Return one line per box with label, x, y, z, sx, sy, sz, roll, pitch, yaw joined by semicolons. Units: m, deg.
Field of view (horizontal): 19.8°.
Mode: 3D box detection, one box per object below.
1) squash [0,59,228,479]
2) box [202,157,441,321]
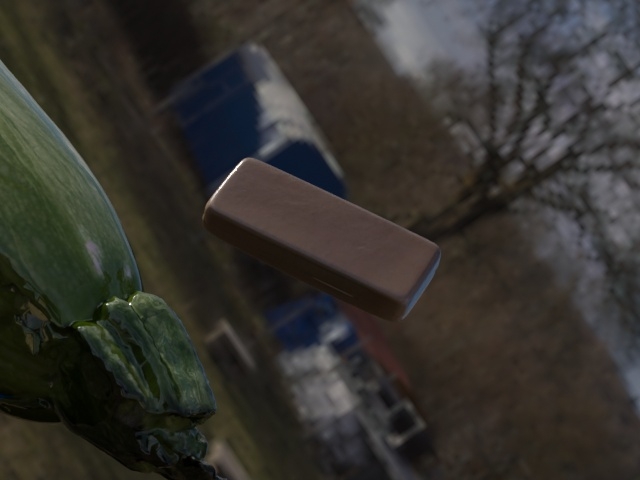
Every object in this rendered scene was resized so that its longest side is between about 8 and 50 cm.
squash;-0.135;-0.032;0.569;0.341;0.094;0.094;47;-1;27
box;0.000;0.000;0.907;0.115;0.048;0.025;25;-38;13
